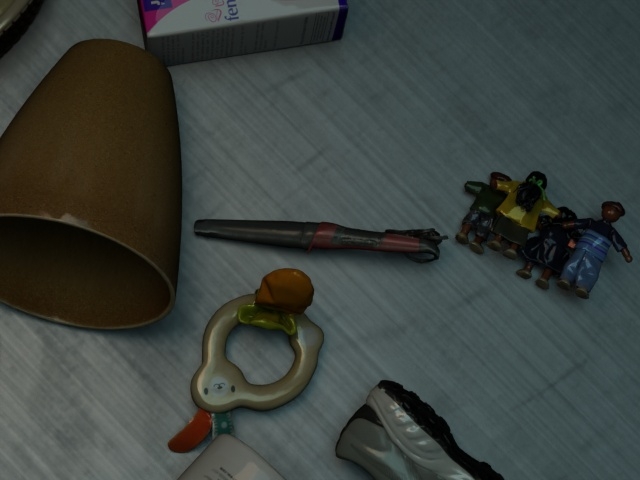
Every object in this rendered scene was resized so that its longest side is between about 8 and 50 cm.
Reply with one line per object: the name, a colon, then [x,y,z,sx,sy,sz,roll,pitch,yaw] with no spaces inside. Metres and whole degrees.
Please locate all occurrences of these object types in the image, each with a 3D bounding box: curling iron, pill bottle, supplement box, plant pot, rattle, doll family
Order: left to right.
plant pot: [-0.238,-0.074,1.850,0.237,0.237,0.254,13,63,-2]
pill bottle: [-0.128,0.318,1.802,0.131,0.131,0.229,42,77,5]
supplement box: [-0.090,-0.270,1.953,0.220,0.114,0.111,-10,79,-6]
rattle: [-0.076,0.137,1.849,0.200,0.143,0.130,-46,103,-19]
curling iron: [0.000,0.000,1.929,0.274,0.068,0.035,3,78,1]
doll family: [0.245,-0.017,1.947,0.193,0.076,0.111,31,72,-3]

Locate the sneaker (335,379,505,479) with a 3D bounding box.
sneaker: [0.130,0.270,1.866,0.271,0.100,0.108,45,102,3]

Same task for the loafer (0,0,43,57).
loafer: [-0.400,-0.213,1.916,0.092,0.102,0.268,43,78,-1]
